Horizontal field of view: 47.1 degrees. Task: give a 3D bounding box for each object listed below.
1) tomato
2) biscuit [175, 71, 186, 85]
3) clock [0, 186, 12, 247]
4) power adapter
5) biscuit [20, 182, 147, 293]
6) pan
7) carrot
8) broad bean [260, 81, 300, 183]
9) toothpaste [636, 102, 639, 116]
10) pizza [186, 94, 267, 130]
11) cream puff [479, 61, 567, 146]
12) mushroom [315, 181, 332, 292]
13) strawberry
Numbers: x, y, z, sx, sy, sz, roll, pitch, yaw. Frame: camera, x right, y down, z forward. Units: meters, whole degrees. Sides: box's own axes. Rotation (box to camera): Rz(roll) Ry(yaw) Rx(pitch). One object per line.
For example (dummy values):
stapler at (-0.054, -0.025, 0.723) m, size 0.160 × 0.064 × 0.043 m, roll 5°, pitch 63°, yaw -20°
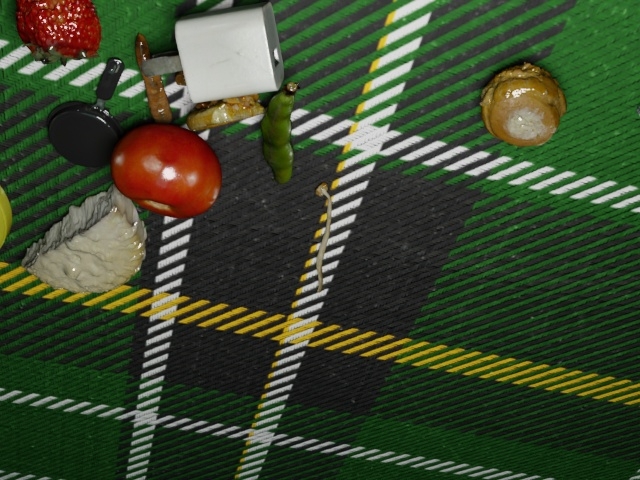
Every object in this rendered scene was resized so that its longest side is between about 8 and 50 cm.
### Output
tomato at (-0.259, -0.119, 1.246) m, size 0.195 × 0.136 × 0.195 m, roll 13°, pitch 167°, yaw 3°
biscuit at (-0.191, -0.270, 1.207) m, size 0.082 × 0.016 × 0.092 m, roll -39°, pitch 122°, yaw 24°
clock at (-0.730, -0.058, 1.370) m, size 0.277 × 0.071 × 0.293 m, roll -18°, pitch 129°, yaw 16°
power adapter at (-0.168, -0.280, 1.112) m, size 0.204 × 0.130 × 0.125 m, roll -7°, pitch 113°, yaw 8°
biscuit at (-0.436, 0.020, 1.423) m, size 0.281 × 0.084 × 0.179 m, roll -34°, pitch 122°, yaw 27°
pan at (-0.387, -0.213, 1.254) m, size 0.136 × 0.028 × 0.235 m, roll 23°, pitch 128°, yaw -18°
carrot at (-0.276, -0.261, 1.207) m, size 0.035 × 0.036 × 0.165 m, roll -4°, pitch 129°, yaw 5°
broad bean at (-0.071, -0.178, 1.225) m, size 0.060 × 0.043 × 0.297 m, roll 20°, pitch 154°, yaw 5°
toothpaste at (0.575, -0.221, 1.228) m, size 0.083 × 0.020 × 0.017 m, roll -3°, pitch 135°, yaw 4°
pizza at (-0.157, -0.213, 1.197) m, size 0.134 × 0.175 × 0.046 m, roll -21°, pitch 102°, yaw -27°
cream puff at (0.326, -0.221, 1.181) m, size 0.126 × 0.103 × 0.144 m, roll -22°, pitch 128°, yaw 36°
mushroom at (0.006, 0.001, 1.439) m, size 0.028 × 0.026 × 0.286 m, roll 12°, pitch 134°, yaw 13°
strawberry at (-0.394, -0.340, 1.099) m, size 0.131 × 0.148 × 0.131 m, roll -3°, pitch 173°, yaw 0°
